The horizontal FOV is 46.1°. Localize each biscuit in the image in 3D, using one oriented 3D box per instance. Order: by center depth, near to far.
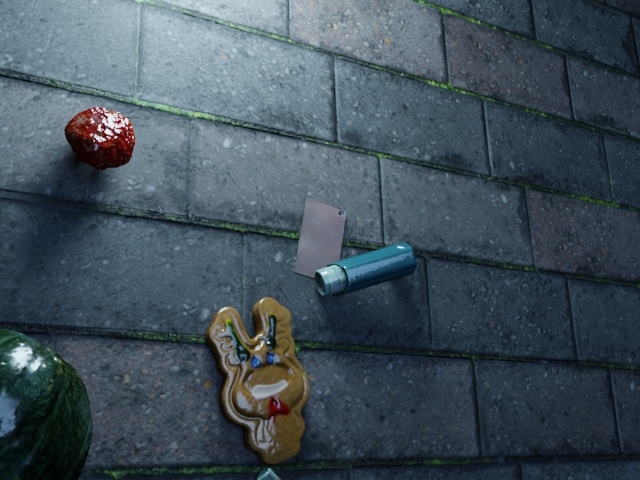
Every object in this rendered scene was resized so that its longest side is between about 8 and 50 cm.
[{"bbox_3d":[-0.116,0.286,1.542,0.202,0.047,0.334,-7,79,-33],"label":"biscuit"}]

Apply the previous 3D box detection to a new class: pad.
[{"bbox_3d":[0.000,0.000,1.731,0.113,0.006,0.187,19,67,-26],"label":"pad"}]

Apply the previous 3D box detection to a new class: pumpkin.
[{"bbox_3d":[-0.469,0.289,1.173,0.263,0.197,0.293,-60,140,-40],"label":"pumpkin"}]

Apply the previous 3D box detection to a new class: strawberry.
[{"bbox_3d":[-0.426,-0.200,1.449,0.131,0.148,0.131,0,84,-3],"label":"strawberry"}]

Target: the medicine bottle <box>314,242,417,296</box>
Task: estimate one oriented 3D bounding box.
[{"bbox_3d":[0.108,0.067,1.721,0.258,0.124,0.079,-15,89,-23],"label":"medicine bottle"}]

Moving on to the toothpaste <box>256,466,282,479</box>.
[{"bbox_3d":[-0.051,0.539,1.507,0.205,0.036,0.056,51,54,-12],"label":"toothpaste"}]
